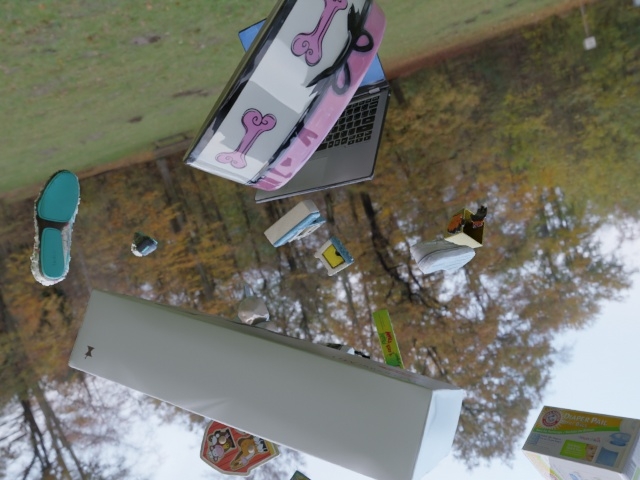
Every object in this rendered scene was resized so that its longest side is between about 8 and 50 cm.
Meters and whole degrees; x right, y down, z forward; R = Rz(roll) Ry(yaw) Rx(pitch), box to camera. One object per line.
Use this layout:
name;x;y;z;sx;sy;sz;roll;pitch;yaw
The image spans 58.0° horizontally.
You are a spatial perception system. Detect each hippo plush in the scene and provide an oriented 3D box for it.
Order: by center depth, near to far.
hippo plush;-0.240;0.260;1.482;0.236;0.234;0.294;-23;-123;-15

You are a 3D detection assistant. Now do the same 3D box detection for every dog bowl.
dog bowl;-0.053;-0.259;0.923;0.408;0.150;0.408;-51;-162;23

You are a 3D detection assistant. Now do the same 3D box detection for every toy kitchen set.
toy kitchen set;0.000;0.000;1.351;0.122;0.166;0.207;-39;173;21

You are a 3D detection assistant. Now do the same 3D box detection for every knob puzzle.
knob puzzle;-0.229;0.527;1.522;0.213;0.213;0.030;-20;155;-7

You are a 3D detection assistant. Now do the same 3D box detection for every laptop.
laptop;-0.051;-0.347;1.423;0.381;0.236;0.408;-8;-122;40

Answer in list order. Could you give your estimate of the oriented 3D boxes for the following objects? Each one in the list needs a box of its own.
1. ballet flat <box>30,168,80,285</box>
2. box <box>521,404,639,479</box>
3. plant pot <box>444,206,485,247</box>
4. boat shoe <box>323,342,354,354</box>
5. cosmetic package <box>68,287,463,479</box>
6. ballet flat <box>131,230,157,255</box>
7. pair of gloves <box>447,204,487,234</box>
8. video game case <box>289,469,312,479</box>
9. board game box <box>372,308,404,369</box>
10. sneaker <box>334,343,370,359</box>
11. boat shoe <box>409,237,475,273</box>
ballet flat;-0.550;-0.027;1.175;0.091;0.241;0.077;18;159;-41
box;0.496;0.389;1.060;0.114;0.103;0.203;-49;-161;-28
plant pot;0.376;-0.025;1.536;0.083;0.081;0.082;-27;-140;50
boat shoe;-0.005;0.287;1.150;0.070;0.078;0.219;12;-146;23
cosmetic package;-0.041;0.160;0.670;0.377;0.098;0.284;12;173;21
ballet flat;-0.546;0.013;1.760;0.074;0.074;0.203;-22;-167;-20
pair of gloves;0.292;-0.041;1.147;0.083;0.010;0.074;-20;-158;34
video game case;-0.058;0.624;1.312;0.119;0.015;0.166;21;-123;33
board game box;0.188;0.288;1.568;0.043;0.181;0.092;-16;151;4
sneaker;0.075;0.275;1.401;0.043;0.109;0.040;-39;-148;39
boat shoe;0.299;0.025;1.399;0.226;0.076;0.083;0;140;-53
